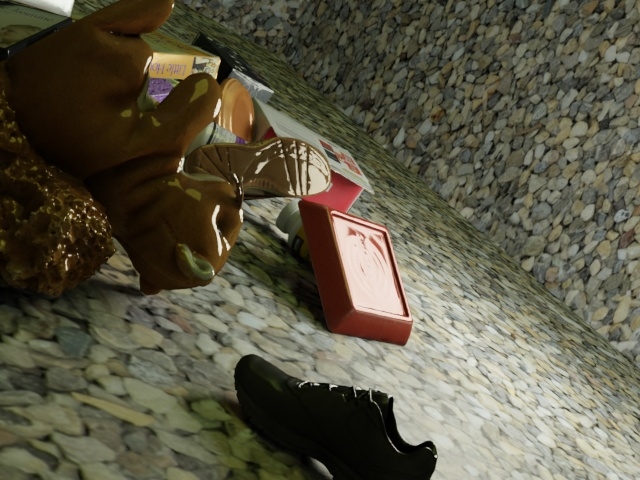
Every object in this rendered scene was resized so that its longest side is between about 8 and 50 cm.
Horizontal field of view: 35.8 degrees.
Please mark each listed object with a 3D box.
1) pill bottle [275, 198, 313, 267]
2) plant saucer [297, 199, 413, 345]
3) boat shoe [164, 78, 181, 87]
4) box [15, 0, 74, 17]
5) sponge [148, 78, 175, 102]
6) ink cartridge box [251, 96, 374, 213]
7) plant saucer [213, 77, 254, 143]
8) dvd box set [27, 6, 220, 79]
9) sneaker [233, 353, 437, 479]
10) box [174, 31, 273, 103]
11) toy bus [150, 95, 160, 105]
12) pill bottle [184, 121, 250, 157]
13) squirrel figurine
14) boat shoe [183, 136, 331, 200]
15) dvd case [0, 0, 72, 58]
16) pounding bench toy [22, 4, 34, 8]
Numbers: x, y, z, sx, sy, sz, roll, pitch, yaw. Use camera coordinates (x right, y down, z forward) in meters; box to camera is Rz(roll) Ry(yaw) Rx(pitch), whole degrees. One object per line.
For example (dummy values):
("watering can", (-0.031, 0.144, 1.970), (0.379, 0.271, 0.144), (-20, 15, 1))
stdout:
("pill bottle", (0.000, 0.000, 1.982), (0.184, 0.103, 0.103), (39, 14, 20))
("plant saucer", (0.078, 0.055, 1.838), (0.259, 0.047, 0.259), (16, 53, -51))
("boat shoe", (-0.366, -0.322, 2.284), (0.319, 0.099, 0.116), (16, 56, -22))
("box", (-0.673, -0.591, 2.031), (0.345, 0.168, 0.215), (25, 12, 39))
("sponge", (-0.415, -0.333, 2.133), (0.117, 0.031, 0.210), (44, 35, 19))
("ink cartridge box", (-0.048, -0.189, 2.452), (0.309, 0.130, 0.272), (28, 17, -27))
("plant saucer", (-0.194, -0.274, 2.283), (0.037, 0.200, 0.200), (2, 5, 17))
("dvd box set", (-0.460, -0.417, 2.096), (0.307, 0.062, 0.420), (28, 21, 31))
("sneaker", (0.022, 0.221, 1.234), (0.286, 0.130, 0.109), (36, 16, 9))
("box", (-0.265, -0.407, 2.602), (0.143, 0.165, 0.270), (24, 17, -38))
("toy bus", (-0.373, -0.201, 1.776), (0.202, 0.104, 0.191), (1, 52, -37))
("pill bottle", (-0.224, -0.186, 2.074), (0.193, 0.108, 0.108), (29, 15, -20))
("squirrel figurine", (-0.287, -0.073, 1.266), (0.397, 0.281, 0.371), (-37, 107, -36))
("boat shoe", (-0.137, -0.138, 1.996), (0.341, 0.123, 0.123), (-5, -3, -37))
("dvd case", (-0.595, -0.394, 1.829), (0.180, 0.022, 0.253), (14, 27, 8))
("pounding bench toy", (-0.656, -0.492, 2.208), (0.083, 0.052, 0.065), (18, 22, -50))
